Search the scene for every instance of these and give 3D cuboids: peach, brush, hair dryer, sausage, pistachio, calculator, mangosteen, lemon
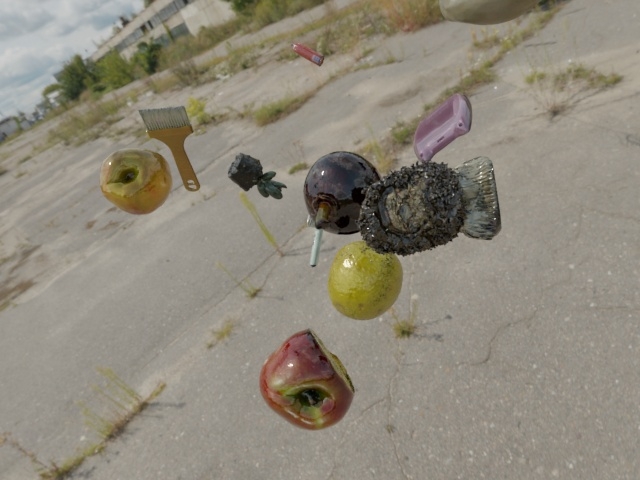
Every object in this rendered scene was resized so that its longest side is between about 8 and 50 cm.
[{"bbox_3d":[-0.771,-0.257,1.777,0.288,0.289,0.308,-31,5,-5],"label":"peach"},{"bbox_3d":[-0.343,-0.210,1.013,0.103,0.272,0.014,-7,56,-4],"label":"brush"},{"bbox_3d":[-0.038,0.359,1.117,0.245,0.249,0.275,-9,6,5],"label":"peach"},{"bbox_3d":[0.000,0.000,1.743,0.073,0.131,0.237,156,125,-73],"label":"hair dryer"},{"bbox_3d":[-0.056,-0.752,1.672,0.048,0.145,0.050,-61,-5,13],"label":"sausage"},{"bbox_3d":[0.448,-0.655,1.055,0.287,0.198,0.166,-3,20,28],"label":"pistachio"},{"bbox_3d":[0.351,-0.342,1.223,0.194,0.043,0.294,-38,21,33],"label":"calculator"},{"bbox_3d":[0.045,-0.111,1.121,0.235,0.236,0.261,-4,26,35],"label":"mangosteen"},{"bbox_3d":[0.151,0.144,1.452,0.257,0.310,0.258,19,22,-8],"label":"lemon"}]

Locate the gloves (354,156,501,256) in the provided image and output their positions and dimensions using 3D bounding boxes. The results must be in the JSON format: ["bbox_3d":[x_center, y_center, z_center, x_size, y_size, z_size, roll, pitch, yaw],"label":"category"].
[{"bbox_3d":[0.225,-0.065,0.884,0.312,0.211,0.135,-4,15,0],"label":"gloves"}]

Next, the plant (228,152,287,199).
[{"bbox_3d":[-0.285,-0.288,1.925,0.149,0.274,0.147,-46,25,32],"label":"plant"}]
